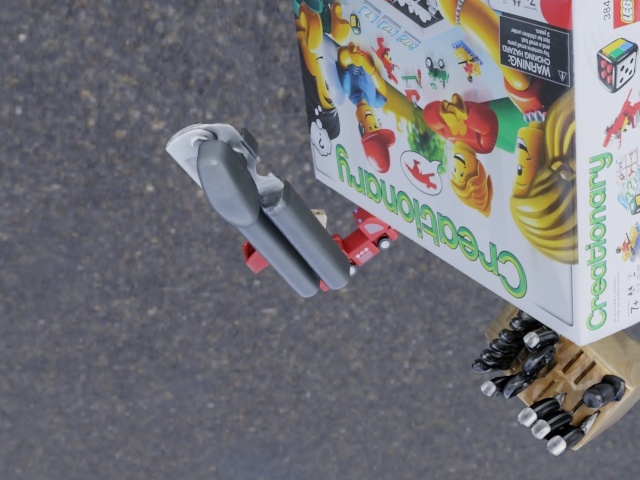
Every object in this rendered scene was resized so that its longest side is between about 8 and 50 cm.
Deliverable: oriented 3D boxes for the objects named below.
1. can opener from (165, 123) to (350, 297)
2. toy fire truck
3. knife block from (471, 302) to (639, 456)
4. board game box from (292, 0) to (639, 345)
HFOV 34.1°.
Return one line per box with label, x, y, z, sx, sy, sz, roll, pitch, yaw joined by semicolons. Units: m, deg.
can opener;-0.058;-0.019;1.032;0.074;0.093;0.280;-14;144;23
toy fire truck;0.000;0.000;1.483;0.192;0.047;0.135;-37;123;12
knife block;0.267;0.152;1.033;0.275;0.242;0.088;31;110;-23
board game box;0.076;-0.087;0.641;0.053;0.305;0.193;-20;118;-22
